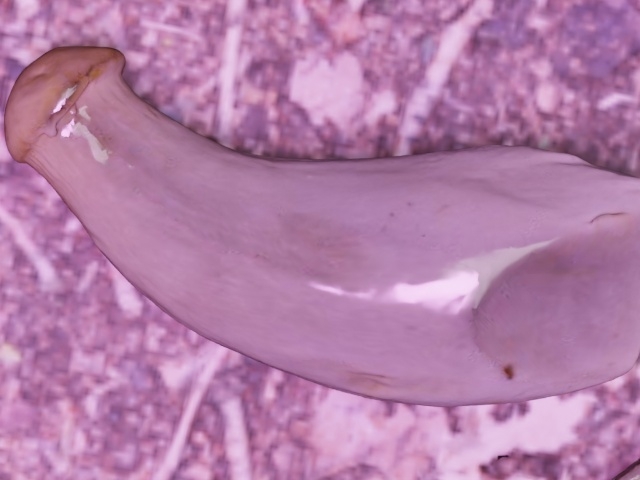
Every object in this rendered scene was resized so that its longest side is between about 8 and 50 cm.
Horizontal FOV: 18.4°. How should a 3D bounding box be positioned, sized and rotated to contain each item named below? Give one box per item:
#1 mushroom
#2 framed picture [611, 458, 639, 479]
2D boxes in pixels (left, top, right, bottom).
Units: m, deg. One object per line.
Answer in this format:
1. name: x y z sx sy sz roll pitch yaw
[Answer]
1. mushroom: 0.000 0.000 0.802 0.270 0.103 0.118 12 90 -3
2. framed picture: 0.149 0.204 0.868 0.260 0.023 0.189 -36 97 -6
